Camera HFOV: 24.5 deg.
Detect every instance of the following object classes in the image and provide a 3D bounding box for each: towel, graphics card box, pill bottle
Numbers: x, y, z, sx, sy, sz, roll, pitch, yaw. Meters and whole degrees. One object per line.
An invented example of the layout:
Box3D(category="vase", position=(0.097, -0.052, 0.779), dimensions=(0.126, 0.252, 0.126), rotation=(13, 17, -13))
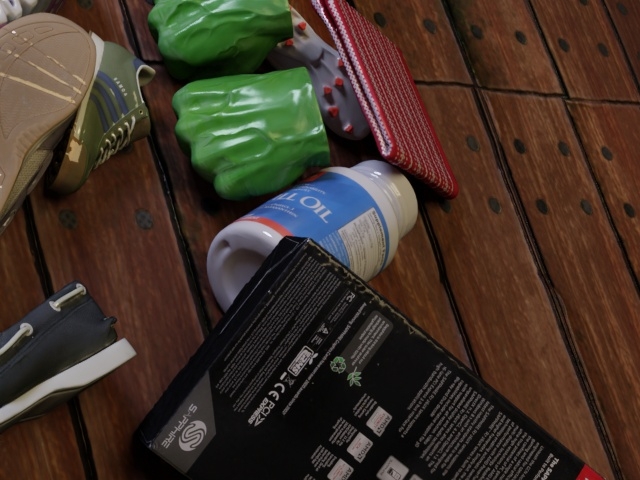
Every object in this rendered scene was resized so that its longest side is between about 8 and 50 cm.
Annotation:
Box3D(category="towel", position=(0.074, -0.149, 1.588), dimensions=(0.199, 0.031, 0.275), rotation=(68, 15, 14))
Box3D(category="graphics card box", position=(0.048, 0.195, 1.319), dimensions=(0.371, 0.094, 0.233), rotation=(39, 82, -15))
Box3D(category="pill bottle", position=(0.000, 0.000, 1.458), dimensions=(0.124, 0.124, 0.221), rotation=(54, 43, 1))

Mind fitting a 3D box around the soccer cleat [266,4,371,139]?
Box3D(category="soccer cleat", position=(-0.011, -0.190, 1.616), dimensions=(0.068, 0.076, 0.196), rotation=(-47, 115, -12))

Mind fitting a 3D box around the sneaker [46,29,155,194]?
Box3D(category="sneaker", position=(-0.201, -0.114, 1.403), dimensions=(0.086, 0.064, 0.192), rotation=(22, 48, -22))

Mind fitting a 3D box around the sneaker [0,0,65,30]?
Box3D(category="sneaker", position=(-0.306, -0.245, 1.387), dimensions=(0.104, 0.095, 0.236), rotation=(43, 45, 1))

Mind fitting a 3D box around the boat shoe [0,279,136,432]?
Box3D(category="boat shoe", position=(-0.274, 0.117, 1.172), dimensions=(0.091, 0.114, 0.302), rotation=(57, 32, 3))

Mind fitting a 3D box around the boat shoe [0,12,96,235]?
Box3D(category="boat shoe", position=(-0.286, -0.087, 1.297), dimensions=(0.102, 0.092, 0.285), rotation=(26, 51, -9))

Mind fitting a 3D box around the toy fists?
Box3D(category="toy fists", position=(-0.090, -0.168, 1.485), dimensions=(0.142, 0.096, 0.279), rotation=(-13, 70, -6))
